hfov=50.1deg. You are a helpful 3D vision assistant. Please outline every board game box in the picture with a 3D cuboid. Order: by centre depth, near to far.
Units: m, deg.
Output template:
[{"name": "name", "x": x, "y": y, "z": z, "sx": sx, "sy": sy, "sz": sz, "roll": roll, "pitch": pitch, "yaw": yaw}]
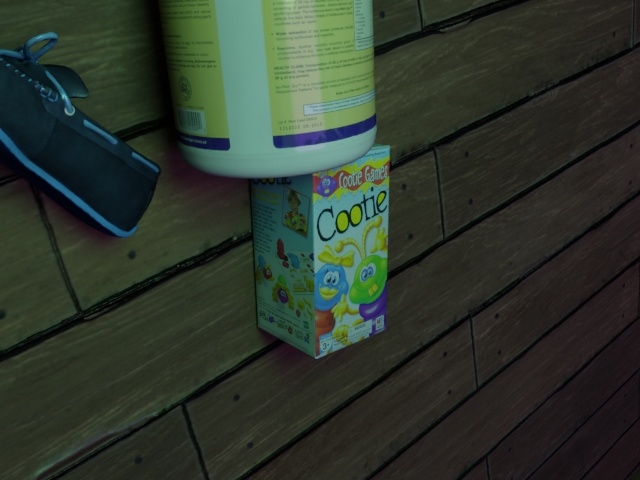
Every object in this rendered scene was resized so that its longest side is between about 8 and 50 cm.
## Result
[{"name": "board game box", "x": 0.000, "y": 0.000, "z": 0.974, "sx": 0.142, "sy": 0.144, "sz": 0.275, "roll": -16, "pitch": 114, "yaw": -38}]

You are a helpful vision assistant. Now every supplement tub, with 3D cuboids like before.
[{"name": "supplement tub", "x": -0.060, "y": -0.256, "z": 0.777, "sx": 0.241, "sy": 0.241, "sz": 0.331, "roll": -19, "pitch": 115, "yaw": -36}]

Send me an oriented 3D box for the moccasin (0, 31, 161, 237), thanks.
[{"name": "moccasin", "x": -0.297, "y": -0.135, "z": 0.704, "sx": 0.116, "sy": 0.138, "sz": 0.342, "roll": -58, "pitch": 146, "yaw": -16}]
